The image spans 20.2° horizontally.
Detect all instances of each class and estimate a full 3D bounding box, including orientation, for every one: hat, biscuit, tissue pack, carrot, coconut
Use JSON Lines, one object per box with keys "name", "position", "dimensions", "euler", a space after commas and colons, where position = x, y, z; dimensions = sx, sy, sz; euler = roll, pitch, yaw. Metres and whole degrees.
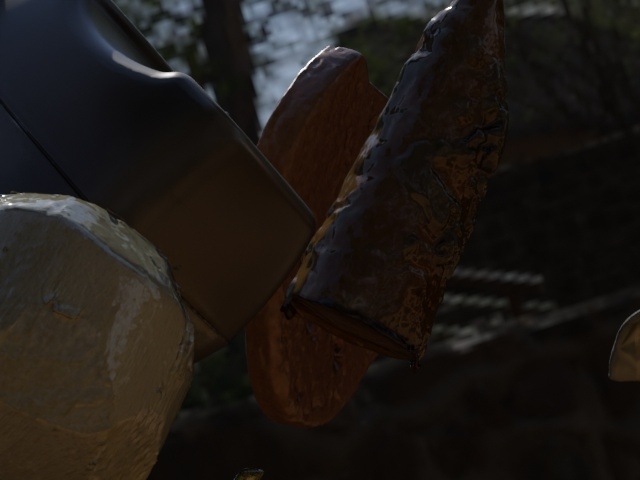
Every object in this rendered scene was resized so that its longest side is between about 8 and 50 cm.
{"name": "hat", "position": [0.459, 0.135, 2.000], "dimensions": [0.226, 0.164, 0.219], "euler": [2, 9, -45]}
{"name": "biscuit", "position": [-0.001, 0.000, 2.116], "dimensions": [0.078, 0.455, 0.350], "euler": [10, 14, 20]}
{"name": "tissue pack", "position": [-0.216, -0.054, 1.658], "dimensions": [0.277, 0.387, 0.267], "euler": [-42, -41, -4]}
{"name": "carrot", "position": [0.064, -0.055, 1.139], "dimensions": [0.102, 0.263, 0.102], "euler": [20, -8, 3]}
{"name": "coconut", "position": [-0.220, 0.103, 1.307], "dimensions": [0.245, 0.247, 0.245], "euler": [13, -37, 10]}

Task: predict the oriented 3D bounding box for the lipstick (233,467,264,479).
{"name": "lipstick", "position": [-0.078, 0.216, 1.363], "dimensions": [0.037, 0.037, 0.116], "euler": [-4, -52, -61]}
